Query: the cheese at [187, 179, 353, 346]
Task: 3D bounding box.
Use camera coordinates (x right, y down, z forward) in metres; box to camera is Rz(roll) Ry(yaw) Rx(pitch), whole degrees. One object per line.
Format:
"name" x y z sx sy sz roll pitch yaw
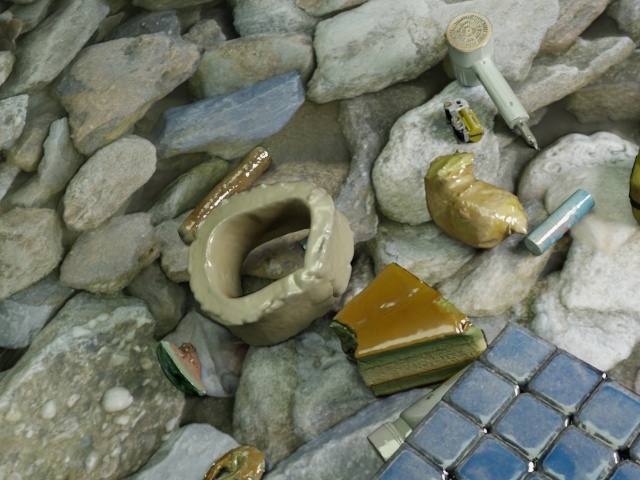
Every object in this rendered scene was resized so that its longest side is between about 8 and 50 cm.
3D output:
"cheese" -0.091 0.041 1.786 0.332 0.153 0.292 -26 58 14

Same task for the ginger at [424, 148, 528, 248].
"ginger" 0.302 -0.072 1.775 0.138 0.152 0.267 -25 59 -37

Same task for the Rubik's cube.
"Rubik's cube" 0.320 0.386 1.230 0.344 0.344 0.337 -44 49 -18

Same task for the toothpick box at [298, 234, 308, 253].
"toothpick box" 0.000 0.000 1.893 0.083 0.052 0.052 -35 47 -8

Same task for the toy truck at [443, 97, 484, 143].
"toy truck" 0.326 -0.272 1.996 0.063 0.052 0.123 -19 48 1

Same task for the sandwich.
"sandwich" 0.155 0.193 1.595 0.198 0.155 0.227 -43 49 -13

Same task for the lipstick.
"lipstick" 0.473 -0.036 1.734 0.158 0.048 0.048 -40 48 -14

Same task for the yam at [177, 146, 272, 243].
"yam" -0.226 -0.108 2.075 0.066 0.066 0.299 27 66 37

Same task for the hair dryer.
"hair dryer" 0.399 -0.335 1.983 0.107 0.173 0.357 -27 65 5

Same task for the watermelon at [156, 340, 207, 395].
"watermelon" -0.284 0.253 1.780 0.080 0.101 0.155 -20 55 -10

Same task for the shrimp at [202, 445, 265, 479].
"shrimp" -0.183 0.436 1.599 0.180 0.041 0.099 -31 45 -5

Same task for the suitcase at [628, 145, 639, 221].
"suitcase" 0.706 -0.130 1.653 0.235 0.143 0.194 7 55 28

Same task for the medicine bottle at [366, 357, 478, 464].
"medicine bottle" 0.226 0.289 1.475 0.296 0.161 0.111 -35 79 -7
